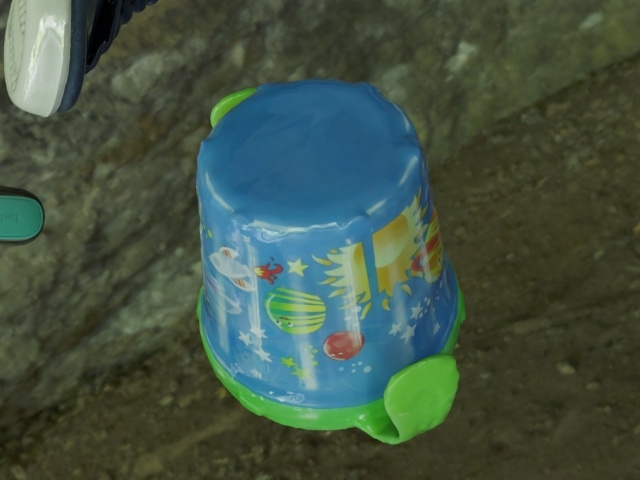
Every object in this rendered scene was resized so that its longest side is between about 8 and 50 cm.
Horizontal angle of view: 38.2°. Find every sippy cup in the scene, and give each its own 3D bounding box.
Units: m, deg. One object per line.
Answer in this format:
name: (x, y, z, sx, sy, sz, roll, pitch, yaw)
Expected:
sippy cup: (0.000, 0.000, 0.747, 0.240, 0.306, 0.224, -56, -25, -31)

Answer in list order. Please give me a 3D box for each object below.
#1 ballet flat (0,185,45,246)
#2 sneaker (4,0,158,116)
ballet flat: (-0.476, -0.036, 1.107, 0.281, 0.095, 0.096, 11, 0, -36)
sneaker: (-0.126, -0.216, 0.658, 0.131, 0.148, 0.350, 127, 151, -47)
